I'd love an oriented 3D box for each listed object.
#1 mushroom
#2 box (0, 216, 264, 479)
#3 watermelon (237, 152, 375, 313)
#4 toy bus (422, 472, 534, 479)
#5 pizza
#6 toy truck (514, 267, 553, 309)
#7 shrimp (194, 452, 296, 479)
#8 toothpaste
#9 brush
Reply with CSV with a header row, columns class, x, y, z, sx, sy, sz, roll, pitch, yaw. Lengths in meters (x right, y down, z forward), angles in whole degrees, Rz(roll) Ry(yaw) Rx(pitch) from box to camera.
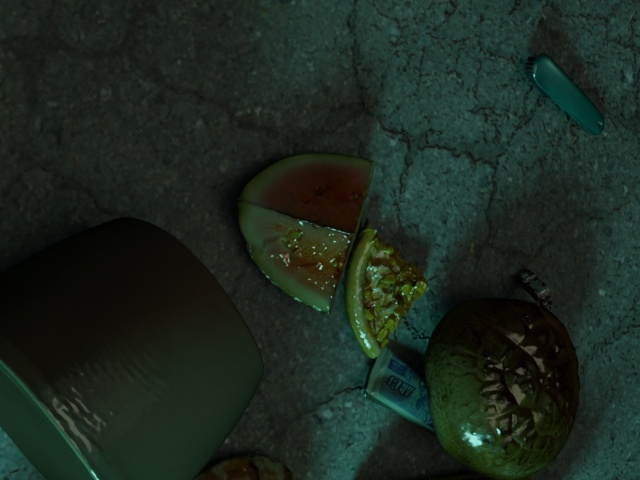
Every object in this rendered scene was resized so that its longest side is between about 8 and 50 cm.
class,x,y,z,sx,sy,sz,roll,pitch,yaw
mushroom,0.244,0.194,1.414,0.253,0.153,0.253,8,77,-38
box,-0.211,0.124,1.076,0.216,0.301,0.301,-40,116,-24
watermelon,-0.011,-0.007,1.287,0.193,0.137,0.145,-16,141,-27
toy bus,0.199,0.394,1.443,0.330,0.144,0.152,-1,98,-29
pizza,0.087,0.065,1.380,0.131,0.041,0.178,6,96,-32
toy truck,0.296,0.067,1.477,0.024,0.083,0.032,-25,117,-6
shrimp,-0.158,0.412,1.286,0.365,0.071,0.233,-37,120,-26
toothpaste,0.159,0.236,1.452,0.268,0.047,0.069,37,90,-27
brush,0.340,-0.201,1.493,0.193,0.032,0.043,32,77,-42
